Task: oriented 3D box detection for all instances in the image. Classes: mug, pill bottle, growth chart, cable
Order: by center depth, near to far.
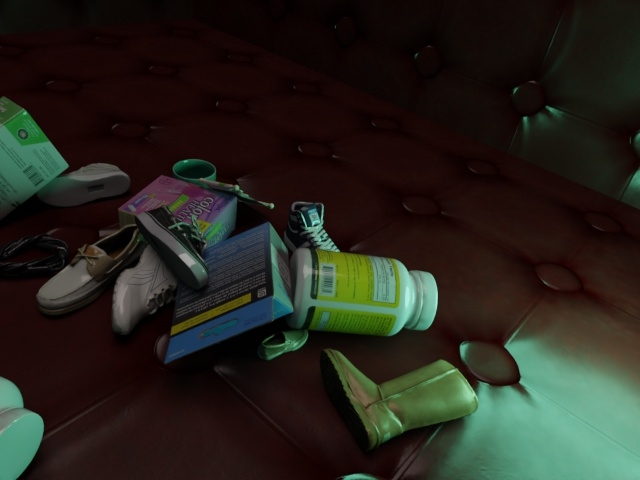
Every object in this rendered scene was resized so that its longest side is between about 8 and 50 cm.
[{"bbox_3d":[-0.622,0.278,0.812,0.322,0.182,0.181,18,36,10],"label":"pill bottle"},{"bbox_3d":[0.092,0.127,1.197,0.333,0.188,0.188,8,35,-12],"label":"pill bottle"},{"bbox_3d":[-0.720,0.032,1.247,0.184,0.047,0.151,-6,38,-20],"label":"cable"},{"bbox_3d":[-0.248,-0.136,1.495,0.171,0.021,0.237,15,-4,27],"label":"growth chart"},{"bbox_3d":[-0.405,-0.178,1.579,0.157,0.097,0.129,-11,41,-26],"label":"mug"}]

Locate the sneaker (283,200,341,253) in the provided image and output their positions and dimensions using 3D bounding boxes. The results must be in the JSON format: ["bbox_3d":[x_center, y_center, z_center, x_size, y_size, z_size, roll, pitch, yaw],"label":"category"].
[{"bbox_3d":[0.000,0.000,1.386,0.099,0.153,0.282,-21,46,-36],"label":"sneaker"}]

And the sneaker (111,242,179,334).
[{"bbox_3d":[-0.389,0.106,1.183,0.129,0.111,0.297,16,36,-1],"label":"sneaker"}]

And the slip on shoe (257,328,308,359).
[{"bbox_3d":[-0.082,0.224,1.149,0.135,0.041,0.051,-17,43,-33],"label":"slip on shoe"}]

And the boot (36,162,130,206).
[{"bbox_3d":[-0.711,-0.171,1.514,0.258,0.095,0.123,-11,30,-35],"label":"boot"}]

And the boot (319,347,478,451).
[{"bbox_3d":[0.158,0.302,1.071,0.269,0.089,0.236,-11,51,-27],"label":"boot"}]

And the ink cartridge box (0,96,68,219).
[{"bbox_3d":[-0.844,-0.191,1.305,0.121,0.211,0.289,30,64,26],"label":"ink cartridge box"}]

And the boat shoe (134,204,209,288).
[{"bbox_3d":[-0.319,0.002,1.169,0.105,0.113,0.306,-32,38,-24],"label":"boat shoe"}]

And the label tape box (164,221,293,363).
[{"bbox_3d":[-0.190,0.130,1.109,0.240,0.106,0.334,-23,36,9],"label":"label tape box"}]

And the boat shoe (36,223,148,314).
[{"bbox_3d":[-0.540,0.057,1.209,0.113,0.103,0.302,23,37,16],"label":"boat shoe"}]

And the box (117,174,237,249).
[{"bbox_3d":[-0.386,-0.057,1.398,0.242,0.117,0.214,17,36,9],"label":"box"}]
